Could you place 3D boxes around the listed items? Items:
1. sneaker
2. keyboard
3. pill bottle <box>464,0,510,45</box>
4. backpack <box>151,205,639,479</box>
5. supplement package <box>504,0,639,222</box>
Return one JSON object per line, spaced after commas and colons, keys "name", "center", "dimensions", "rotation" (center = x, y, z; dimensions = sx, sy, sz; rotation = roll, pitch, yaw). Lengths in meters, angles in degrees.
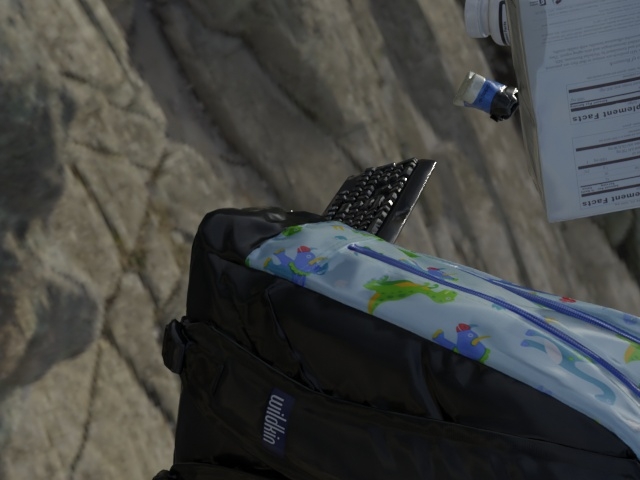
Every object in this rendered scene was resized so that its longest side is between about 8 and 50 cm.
{"name": "sneaker", "center": [0.247, -0.209, 1.883], "dimensions": [0.084, 0.058, 0.152], "rotation": [27, 3, -3]}
{"name": "keyboard", "center": [0.000, 0.000, 1.330], "dimensions": [0.033, 0.201, 0.317], "rotation": [62, 28, -16]}
{"name": "pill bottle", "center": [0.349, -0.386, 2.180], "dimensions": [0.108, 0.193, 0.108], "rotation": [3, 90, -67]}
{"name": "backpack", "center": [0.094, 0.144, 0.838], "dimensions": [0.273, 0.355, 0.290], "rotation": [-8, 108, -42]}
{"name": "supplement package", "center": [0.269, -0.162, 1.292], "dimensions": [0.139, 0.134, 0.244], "rotation": [-91, 169, -63]}
